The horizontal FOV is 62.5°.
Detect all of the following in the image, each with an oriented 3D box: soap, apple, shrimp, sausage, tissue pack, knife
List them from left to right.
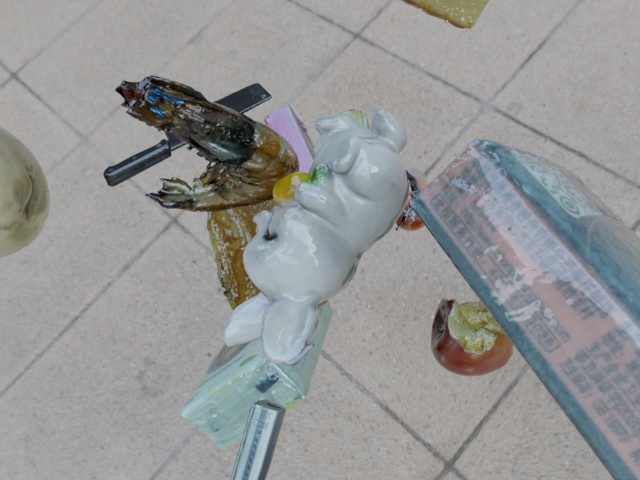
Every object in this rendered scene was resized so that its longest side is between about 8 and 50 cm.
[{"bbox_3d":[-0.183,-0.148,0.713,0.245,0.019,0.072,-30,42,-8],"label":"knife"},{"bbox_3d":[-0.170,-0.108,0.697,0.222,0.290,0.054,-22,60,28],"label":"shrimp"},{"bbox_3d":[-0.137,0.288,1.300,0.287,0.388,0.162,-36,101,22],"label":"tissue pack"},{"bbox_3d":[-0.036,-0.175,1.257,0.081,0.181,0.259,-28,55,8],"label":"soap"},{"bbox_3d":[0.203,-0.091,1.180,0.092,0.312,0.093,2,109,7],"label":"sausage"},{"bbox_3d":[0.307,0.196,1.064,0.158,0.156,0.147,13,110,-4],"label":"apple"},{"bbox_3d":[0.234,0.065,0.413,0.103,0.228,0.316,-47,62,30],"label":"tissue pack"}]

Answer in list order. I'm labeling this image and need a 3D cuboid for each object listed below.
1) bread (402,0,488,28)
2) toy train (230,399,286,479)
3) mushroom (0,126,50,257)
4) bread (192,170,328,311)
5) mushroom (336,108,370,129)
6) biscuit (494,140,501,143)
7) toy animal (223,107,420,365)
[{"bbox_3d":[0.232,-0.642,1.177,0.207,0.279,0.279,-57,38,32],"label":"bread"},{"bbox_3d":[-0.109,0.366,0.780,0.048,0.055,0.252,15,86,14],"label":"toy train"},{"bbox_3d":[-0.528,-0.039,0.627,0.356,0.315,0.315,-37,63,-5],"label":"mushroom"},{"bbox_3d":[-0.126,-0.019,0.942,0.109,0.185,0.380,-50,50,35],"label":"bread"},{"bbox_3d":[0.092,-0.184,1.320,0.099,0.081,0.312,-4,71,-3],"label":"mushroom"},{"bbox_3d":[0.435,-0.149,1.517,0.036,0.187,0.274,27,90,-4],"label":"biscuit"},{"bbox_3d":[-0.002,-0.004,0.660,0.208,0.154,0.325,-4,63,59],"label":"toy animal"}]
